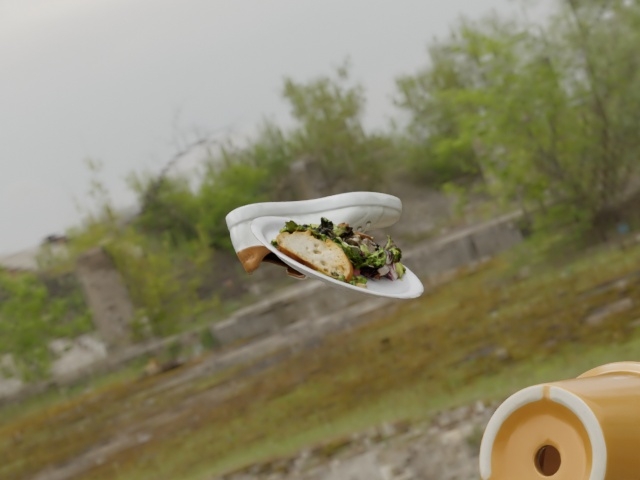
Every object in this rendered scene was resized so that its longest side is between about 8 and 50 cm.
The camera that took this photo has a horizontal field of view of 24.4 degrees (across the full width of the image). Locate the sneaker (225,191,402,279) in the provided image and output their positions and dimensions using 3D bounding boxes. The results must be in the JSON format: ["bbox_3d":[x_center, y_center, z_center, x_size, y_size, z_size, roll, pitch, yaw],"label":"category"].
[{"bbox_3d":[0.000,0.000,2.293,0.290,0.123,0.106,-8,-17,-22],"label":"sneaker"}]

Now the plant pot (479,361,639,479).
[{"bbox_3d":[0.244,0.202,1.304,0.205,0.205,0.188,-20,-23,37],"label":"plant pot"}]

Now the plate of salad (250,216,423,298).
[{"bbox_3d":[0.021,0.009,1.592,0.200,0.048,0.200,19,14,-5],"label":"plate of salad"}]
